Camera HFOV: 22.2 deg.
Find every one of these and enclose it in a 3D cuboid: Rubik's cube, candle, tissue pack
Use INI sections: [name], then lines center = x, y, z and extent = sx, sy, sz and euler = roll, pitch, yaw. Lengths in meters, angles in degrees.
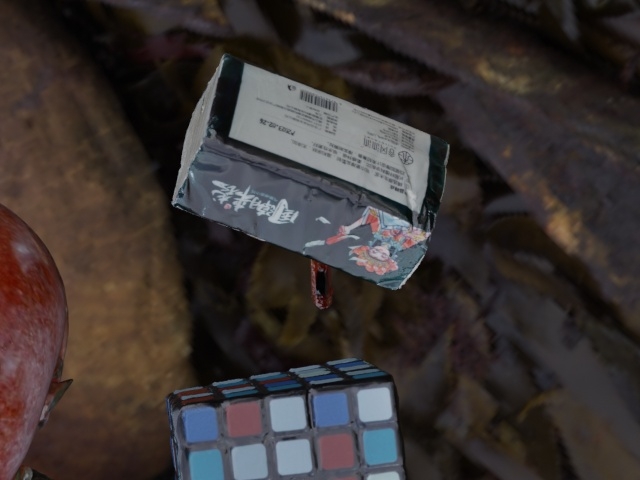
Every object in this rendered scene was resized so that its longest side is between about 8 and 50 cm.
[Rubik's cube]
center = -0.028, 0.206, 1.360
extent = 0.187, 0.182, 0.184
euler = -9, 91, -6
[candle]
center = 0.001, 0.001, 1.381
extent = 0.021, 0.026, 0.167
euler = -3, 138, -2
[tissue pack]
center = -0.005, -0.045, 1.090
extent = 0.170, 0.103, 0.090
euler = 20, 134, -10

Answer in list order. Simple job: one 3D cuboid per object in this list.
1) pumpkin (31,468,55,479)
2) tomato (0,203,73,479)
[pumpkin]
center = -0.316, 0.297, 1.560
extent = 0.233, 0.163, 0.233
euler = 15, 151, 9
[tomato]
center = -0.272, 0.088, 0.987
extent = 0.227, 0.270, 0.270
euler = 20, 124, -7
